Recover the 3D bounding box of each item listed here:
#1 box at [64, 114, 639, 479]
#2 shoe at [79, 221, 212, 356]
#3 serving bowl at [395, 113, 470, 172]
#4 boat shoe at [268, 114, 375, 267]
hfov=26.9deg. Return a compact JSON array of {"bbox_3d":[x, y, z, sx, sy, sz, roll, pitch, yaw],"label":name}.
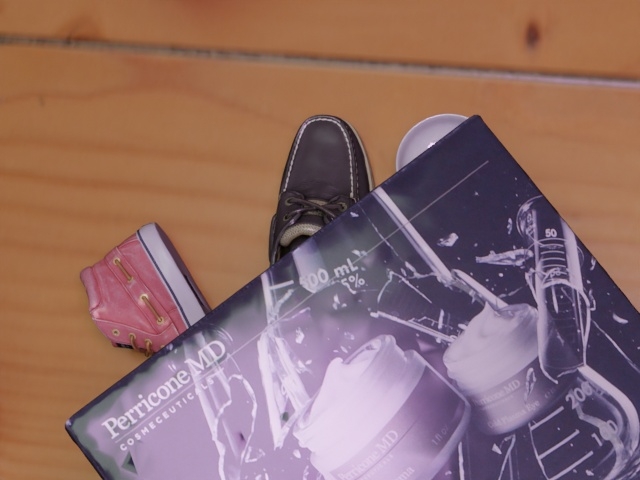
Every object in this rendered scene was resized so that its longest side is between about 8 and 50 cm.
[{"bbox_3d":[0.059,0.150,0.917,0.343,0.179,0.312,-37,82,-11],"label":"box"},{"bbox_3d":[-0.126,0.076,1.080,0.081,0.063,0.178,-33,68,2],"label":"shoe"},{"bbox_3d":[0.104,-0.060,1.089,0.083,0.027,0.083,-2,76,10],"label":"serving bowl"},{"bbox_3d":[-0.001,0.001,1.068,0.080,0.073,0.224,4,78,10],"label":"boat shoe"}]
